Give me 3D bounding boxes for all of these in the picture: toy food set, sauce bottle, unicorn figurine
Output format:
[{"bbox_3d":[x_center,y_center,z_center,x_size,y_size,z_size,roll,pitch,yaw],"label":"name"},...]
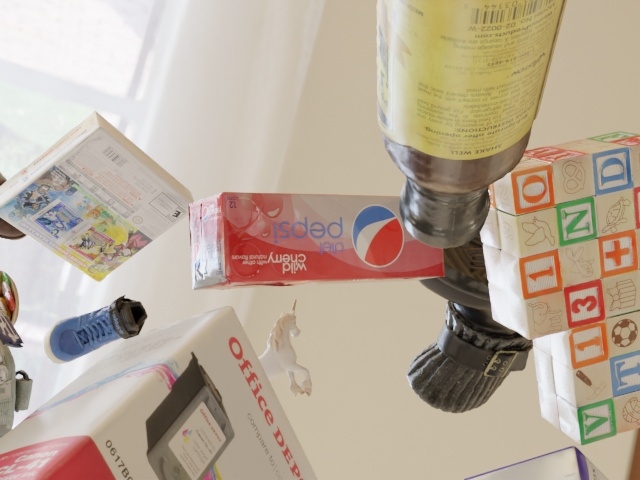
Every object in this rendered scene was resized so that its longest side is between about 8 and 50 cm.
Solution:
[{"bbox_3d":[-0.394,0.076,1.182,0.020,0.083,0.082,0,-162,-46],"label":"toy food set"},{"bbox_3d":[0.090,-0.103,0.627,0.111,0.111,0.344,12,151,9],"label":"sauce bottle"},{"bbox_3d":[-0.062,0.170,1.307,0.111,0.162,0.060,60,162,-10],"label":"unicorn figurine"}]

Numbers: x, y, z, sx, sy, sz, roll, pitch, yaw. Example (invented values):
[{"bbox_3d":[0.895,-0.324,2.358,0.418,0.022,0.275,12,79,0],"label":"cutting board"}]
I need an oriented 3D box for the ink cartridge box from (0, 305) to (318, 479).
[{"bbox_3d":[-0.132,0.215,0.744,0.131,0.226,0.306,-20,-169,26],"label":"ink cartridge box"}]

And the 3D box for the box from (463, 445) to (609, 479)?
[{"bbox_3d":[0.227,0.275,0.941,0.126,0.072,0.137,-26,129,27],"label":"box"}]

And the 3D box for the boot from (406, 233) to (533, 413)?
[{"bbox_3d":[0.185,0.108,1.284,0.348,0.131,0.260,19,127,-38],"label":"boot"}]

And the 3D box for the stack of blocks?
[{"bbox_3d":[0.269,0.051,0.995,0.171,0.297,0.087,-13,-166,-13],"label":"stack of blocks"}]

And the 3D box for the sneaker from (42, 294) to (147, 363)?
[{"bbox_3d":[-0.290,0.114,1.273,0.084,0.058,0.152,-22,179,29],"label":"sneaker"}]

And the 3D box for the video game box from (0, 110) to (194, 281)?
[{"bbox_3d":[-0.303,-0.053,1.309,0.205,0.187,0.048,44,-168,-45],"label":"video game box"}]

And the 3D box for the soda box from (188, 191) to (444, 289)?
[{"bbox_3d":[0.000,0.000,0.998,0.263,0.092,0.083,-1,175,-32],"label":"soda box"}]

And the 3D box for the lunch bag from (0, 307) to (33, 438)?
[{"bbox_3d":[-0.440,0.129,0.829,0.305,0.213,0.256,-16,-150,-42],"label":"lunch bag"}]

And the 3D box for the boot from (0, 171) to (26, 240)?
[{"bbox_3d":[-0.532,-0.101,1.496,0.248,0.090,0.207,48,156,-15],"label":"boot"}]
